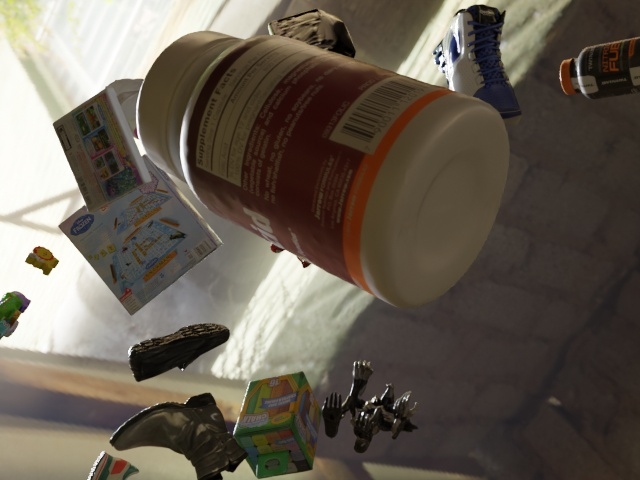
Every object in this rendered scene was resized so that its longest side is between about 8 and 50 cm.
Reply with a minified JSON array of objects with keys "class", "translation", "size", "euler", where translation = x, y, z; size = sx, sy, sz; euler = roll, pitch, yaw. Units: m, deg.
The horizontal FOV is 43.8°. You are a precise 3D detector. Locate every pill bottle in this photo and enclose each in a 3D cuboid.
[{"class":"pill bottle","translation":[-0.013,-0.099,0.891],"size":[0.392,0.224,0.224],"euler":[27,-169,35]},{"class":"pill bottle","translation":[0.705,-0.409,1.903],"size":[0.246,0.130,0.130],"euler":[-4,172,38]}]

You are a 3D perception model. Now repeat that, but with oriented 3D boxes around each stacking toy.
[{"class":"stacking toy","translation":[-0.509,0.117,1.269],"size":[0.052,0.167,0.221],"euler":[34,-160,-11]}]

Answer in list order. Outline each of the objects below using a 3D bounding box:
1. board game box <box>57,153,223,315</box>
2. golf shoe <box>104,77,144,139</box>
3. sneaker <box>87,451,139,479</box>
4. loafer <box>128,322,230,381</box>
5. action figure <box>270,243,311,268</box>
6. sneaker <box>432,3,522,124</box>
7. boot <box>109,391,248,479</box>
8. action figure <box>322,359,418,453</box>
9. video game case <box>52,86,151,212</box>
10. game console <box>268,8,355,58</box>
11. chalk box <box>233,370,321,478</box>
[{"class":"board game box","translation":[-0.486,-0.016,2.155],"size":[0.318,0.319,0.066],"euler":[52,-171,-4]},{"class":"golf shoe","translation":[-0.295,-0.270,1.639],"size":[0.306,0.115,0.140],"euler":[-19,-127,-37]},{"class":"sneaker","translation":[-0.327,0.405,1.201],"size":[0.075,0.161,0.057],"euler":[22,173,-13]},{"class":"loafer","translation":[-0.290,0.230,1.653],"size":[0.223,0.078,0.076],"euler":[-16,-157,-32]},{"class":"action figure","translation":[0.000,0.000,1.520],"size":[0.280,0.091,0.139],"euler":[-10,-175,35]},{"class":"sneaker","translation":[0.339,-0.402,1.720],"size":[0.128,0.182,0.315],"euler":[-5,-131,-15]},{"class":"boot","translation":[-0.249,0.378,1.463],"size":[0.247,0.083,0.161],"euler":[-8,-126,-48]},{"class":"action figure","translation":[0.114,0.336,1.615],"size":[0.164,0.140,0.276],"euler":[25,-170,22]},{"class":"video game case","translation":[-0.343,-0.139,1.243],"size":[0.019,0.143,0.157],"euler":[-24,-88,-56]},{"class":"game console","translation":[-0.123,-0.333,1.463],"size":[0.213,0.362,0.044],"euler":[-107,0,-54]},{"class":"chalk box","translation":[-0.089,0.396,1.646],"size":[0.213,0.133,0.132],"euler":[-77,-30,-58]}]
